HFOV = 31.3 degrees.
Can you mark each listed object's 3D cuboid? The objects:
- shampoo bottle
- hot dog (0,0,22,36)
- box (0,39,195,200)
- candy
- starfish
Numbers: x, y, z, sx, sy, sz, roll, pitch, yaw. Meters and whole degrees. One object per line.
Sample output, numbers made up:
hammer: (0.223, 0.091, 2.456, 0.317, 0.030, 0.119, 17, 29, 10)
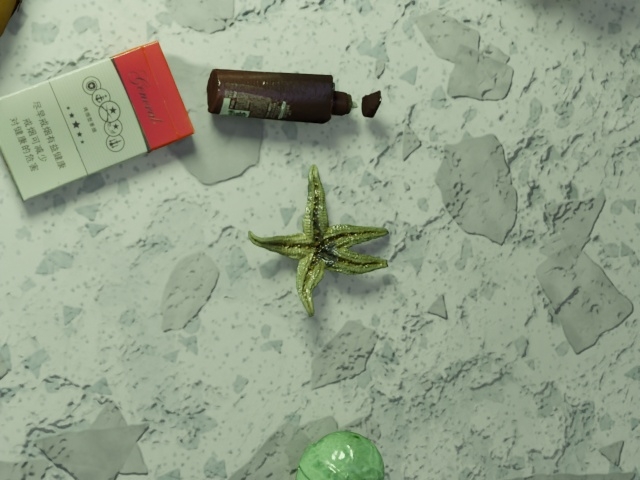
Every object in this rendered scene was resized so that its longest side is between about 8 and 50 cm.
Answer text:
shampoo bottle: (-0.035, -0.196, 1.567, 0.236, 0.068, 0.067, 3, 88, -20)
hot dog: (-0.461, -0.309, 1.379, 0.194, 0.107, 0.326, 23, 90, -18)
box: (-0.300, -0.158, 1.494, 0.245, 0.035, 0.139, -25, 98, -17)
candy: (-0.052, 0.459, 1.570, 0.119, 0.119, 0.440, 30, 90, -17)
starfish: (-0.001, 0.000, 1.593, 0.223, 0.050, 0.217, 6, 83, -30)
